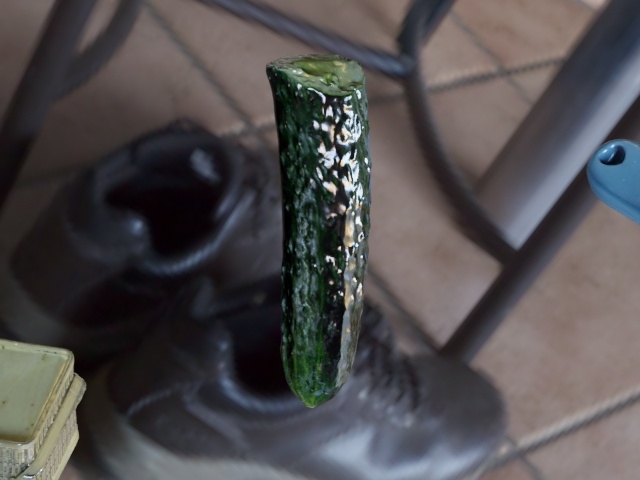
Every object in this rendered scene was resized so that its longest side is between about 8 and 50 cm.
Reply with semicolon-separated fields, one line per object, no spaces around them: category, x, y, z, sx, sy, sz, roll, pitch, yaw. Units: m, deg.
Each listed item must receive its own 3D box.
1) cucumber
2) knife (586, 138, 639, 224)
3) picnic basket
cucumber;0.000;0.000;1.070;0.058;0.215;0.052;1;22;5
knife;0.280;-0.002;1.340;0.058;0.032;0.244;-35;48;-13
picnic basket;-0.263;0.133;1.373;0.164;0.079;0.115;10;38;9
